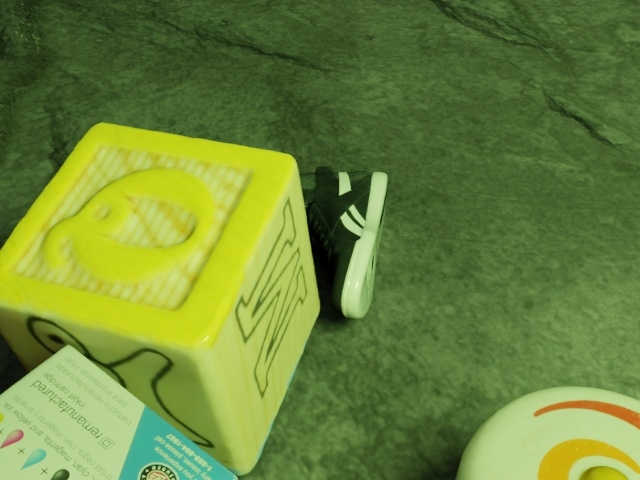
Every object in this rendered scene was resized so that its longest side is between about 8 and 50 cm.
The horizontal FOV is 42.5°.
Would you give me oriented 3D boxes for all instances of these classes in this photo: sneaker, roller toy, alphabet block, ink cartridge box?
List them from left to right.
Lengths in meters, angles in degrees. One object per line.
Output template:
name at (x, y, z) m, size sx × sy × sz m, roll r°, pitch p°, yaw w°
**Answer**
ink cartridge box at (-0.187, 0.227, 0.528) m, size 0.171 × 0.168 × 0.232 m, roll 30°, pitch 51°, yaw 26°
alphabet block at (-0.122, 0.048, 0.675) m, size 0.192 × 0.197 × 0.193 m, roll 10°, pitch 52°, yaw 15°
sneaker at (0.000, 0.000, 0.849) m, size 0.121 × 0.079 × 0.217 m, roll 5°, pitch 35°, yaw 8°
roller toy at (0.183, 0.206, 0.579) m, size 0.209 × 0.146 × 0.191 m, roll 11°, pitch 44°, yaw 11°
